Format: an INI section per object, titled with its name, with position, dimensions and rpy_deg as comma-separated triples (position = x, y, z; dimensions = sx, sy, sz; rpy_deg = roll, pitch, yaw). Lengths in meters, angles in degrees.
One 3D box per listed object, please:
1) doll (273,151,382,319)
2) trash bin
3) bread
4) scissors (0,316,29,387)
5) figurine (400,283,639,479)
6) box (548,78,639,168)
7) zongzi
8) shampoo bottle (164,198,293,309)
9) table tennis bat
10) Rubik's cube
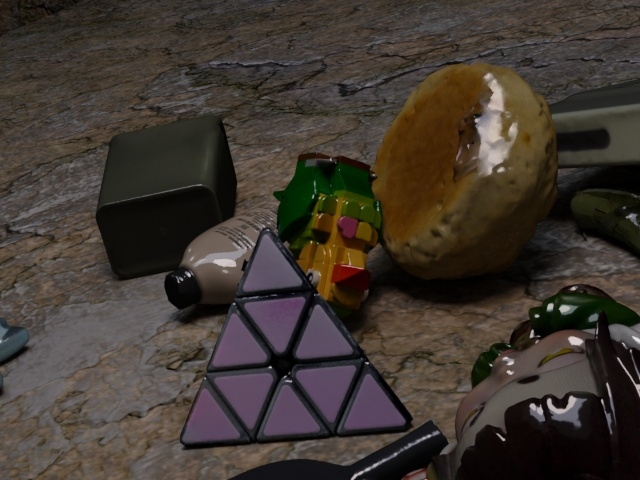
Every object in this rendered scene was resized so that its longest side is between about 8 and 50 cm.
[doll]
position = 0.005, -0.004, 1.143
dimensions = 0.134, 0.106, 0.186
rpy_deg = -39, 45, 41
[trash bin]
position = -0.201, -0.058, 1.422
dimensions = 0.164, 0.122, 0.240
rpy_deg = -11, 25, 2
[bread]
position = 0.160, -0.069, 1.167
dimensions = 0.134, 0.244, 0.244
rpy_deg = 27, 3, -31
[scissors]
position = -0.501, 0.152, 1.186
dimensions = 0.360, 0.029, 0.191
rpy_deg = -8, 24, 7
[figurine]
position = 0.177, 0.131, 0.758
dimensions = 0.281, 0.167, 0.370
rpy_deg = -41, 5, 18
[box]
position = 0.457, -0.153, 1.226
dimensions = 0.373, 0.091, 0.367
rpy_deg = -17, 11, -35
[zongzi]
position = 0.312, -0.017, 1.168
dimensions = 0.109, 0.055, 0.119
rpy_deg = -1, 36, 29
[shampoo bottle]
position = -0.066, 0.008, 1.248
dimensions = 0.256, 0.078, 0.127
rpy_deg = -25, 41, -32
[table tennis bat]
position = -0.003, 0.201, 0.841
dimensions = 0.236, 0.027, 0.150
rpy_deg = -23, 25, -22
[Rubik's cube]
position = -0.009, 0.142, 0.962
dimensions = 0.178, 0.211, 0.190
rpy_deg = 29, 76, 29
